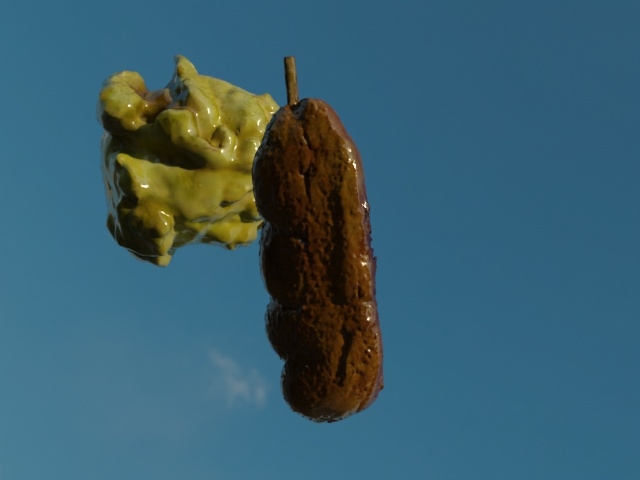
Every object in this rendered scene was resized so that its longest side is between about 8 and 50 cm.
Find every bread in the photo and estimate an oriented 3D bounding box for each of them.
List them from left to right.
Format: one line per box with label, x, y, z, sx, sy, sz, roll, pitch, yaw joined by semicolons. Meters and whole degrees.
bread;-0.001;0.000;1.014;0.124;0.084;0.344;-4;-85;25

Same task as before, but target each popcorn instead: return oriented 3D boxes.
popcorn;-0.151;-0.101;1.369;0.250;0.235;0.242;-6;-60;-13
